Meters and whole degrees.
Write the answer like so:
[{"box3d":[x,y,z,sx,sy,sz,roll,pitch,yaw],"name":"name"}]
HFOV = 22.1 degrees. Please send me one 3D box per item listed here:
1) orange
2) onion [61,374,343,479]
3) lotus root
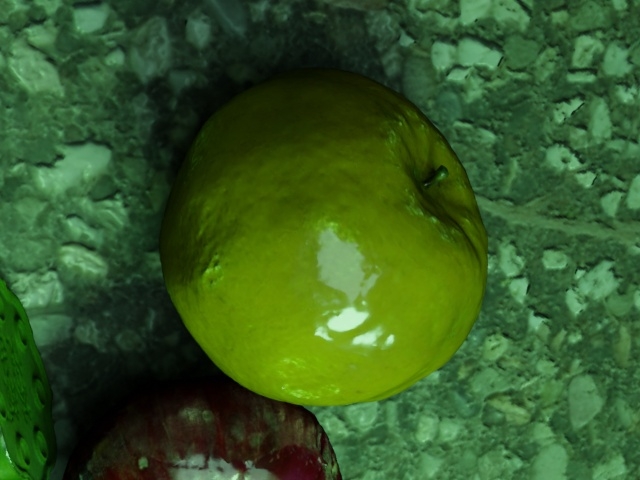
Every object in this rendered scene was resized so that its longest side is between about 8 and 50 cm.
[{"box3d":[0.000,0.000,1.307,0.235,0.279,0.279,-31,117,25],"name":"orange"},{"box3d":[-0.100,0.218,1.366,0.246,0.190,0.246,-1,122,-2],"name":"onion"},{"box3d":[-0.314,0.129,1.289,0.186,0.186,0.186,-5,106,-19],"name":"lotus root"}]
